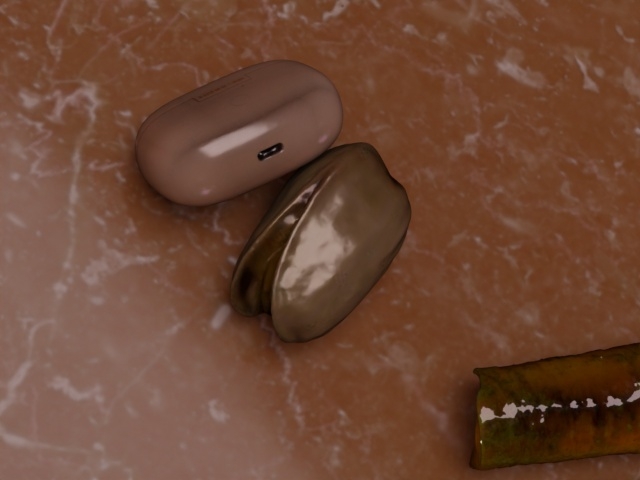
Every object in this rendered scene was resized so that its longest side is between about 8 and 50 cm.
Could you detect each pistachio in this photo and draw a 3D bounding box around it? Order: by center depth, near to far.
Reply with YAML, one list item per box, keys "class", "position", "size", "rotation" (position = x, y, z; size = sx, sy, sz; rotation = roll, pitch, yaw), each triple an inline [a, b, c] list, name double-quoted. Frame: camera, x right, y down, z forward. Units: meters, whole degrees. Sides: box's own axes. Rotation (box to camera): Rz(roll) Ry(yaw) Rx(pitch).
- class: "pistachio"
  position: [0.000, 0.000, 1.515]
  size: [0.129, 0.131, 0.206]
  rotation: [21, 63, 36]

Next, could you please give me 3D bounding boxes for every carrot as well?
- class: "carrot"
  position: [0.281, 0.158, 1.553]
  size: [0.302, 0.114, 0.114]
  rotation: [-5, 76, -13]

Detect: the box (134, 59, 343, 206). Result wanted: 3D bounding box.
- class: "box"
  position: [-0.077, -0.103, 1.517]
  size: [0.200, 0.146, 0.088]
  rotation: [-26, 117, -18]
